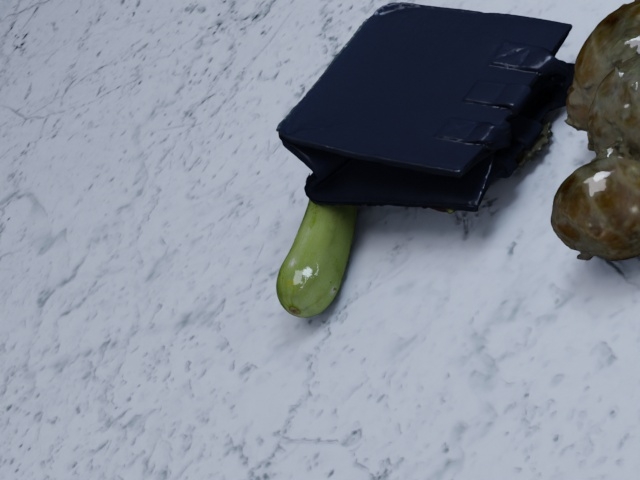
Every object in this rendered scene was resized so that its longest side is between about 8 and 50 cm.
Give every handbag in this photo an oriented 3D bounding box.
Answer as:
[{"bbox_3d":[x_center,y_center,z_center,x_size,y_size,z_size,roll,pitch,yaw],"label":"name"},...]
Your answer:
[{"bbox_3d":[0.147,-0.167,1.913,0.329,0.122,0.303,10,49,37],"label":"handbag"}]

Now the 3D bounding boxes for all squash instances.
[{"bbox_3d":[0.000,0.000,1.948,0.083,0.083,0.250,-18,38,32],"label":"squash"}]

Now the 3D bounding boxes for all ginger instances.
[{"bbox_3d":[0.371,-0.158,1.674,0.256,0.176,0.375,-36,30,37],"label":"ginger"}]
